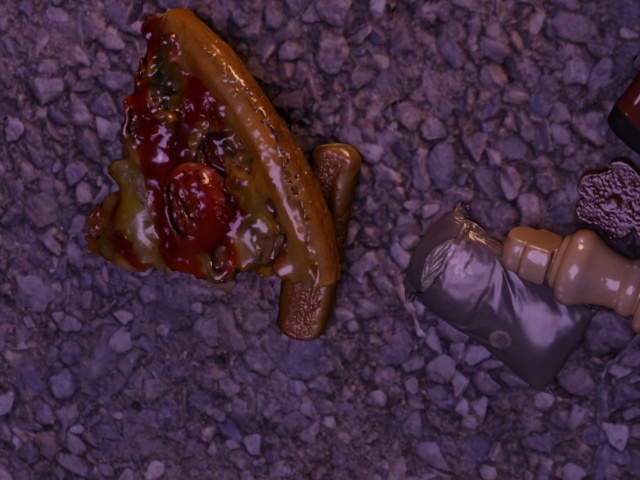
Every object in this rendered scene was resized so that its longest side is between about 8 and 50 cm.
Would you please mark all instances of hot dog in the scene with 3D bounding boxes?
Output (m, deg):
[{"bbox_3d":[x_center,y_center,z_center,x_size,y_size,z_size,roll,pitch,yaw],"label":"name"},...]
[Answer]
[{"bbox_3d":[0.000,0.002,1.950,0.088,0.061,0.286,23,113,14],"label":"hot dog"}]

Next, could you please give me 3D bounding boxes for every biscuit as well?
[{"bbox_3d":[0.407,-0.050,1.792,0.175,0.026,0.124,9,109,19],"label":"biscuit"}]

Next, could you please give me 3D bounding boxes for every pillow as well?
[{"bbox_3d":[0.231,0.077,1.882,0.255,0.059,0.169,35,112,10],"label":"pillow"}]

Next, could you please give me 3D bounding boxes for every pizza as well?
[{"bbox_3d":[-0.194,-0.055,1.958,0.406,0.130,0.440,-38,78,34],"label":"pizza"}]

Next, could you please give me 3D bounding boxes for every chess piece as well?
[{"bbox_3d":[0.413,0.068,1.772,0.397,0.117,0.117,22,112,15],"label":"chess piece"}]

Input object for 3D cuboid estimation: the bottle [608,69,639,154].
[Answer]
[{"bbox_3d":[0.474,-0.240,1.651,0.144,0.144,0.336,33,112,10],"label":"bottle"}]
